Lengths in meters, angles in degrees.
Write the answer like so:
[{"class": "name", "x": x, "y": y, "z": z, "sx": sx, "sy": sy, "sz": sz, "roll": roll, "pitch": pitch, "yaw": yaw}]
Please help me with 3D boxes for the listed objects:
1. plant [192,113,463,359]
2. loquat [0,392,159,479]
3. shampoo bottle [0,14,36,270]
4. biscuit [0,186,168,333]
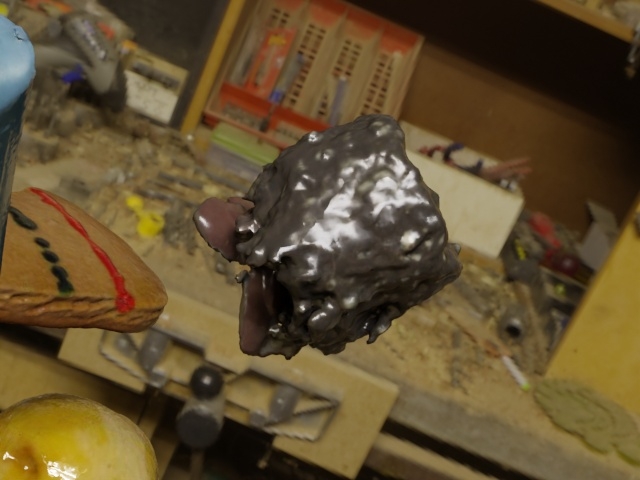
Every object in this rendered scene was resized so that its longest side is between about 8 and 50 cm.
[{"class": "plant", "x": 0.000, "y": 0.000, "z": 0.880, "sx": 0.178, "sy": 0.233, "sz": 0.204, "roll": 65, "pitch": 6, "yaw": -55}, {"class": "loquat", "x": -0.262, "y": 0.253, "z": 1.007, "sx": 0.213, "sy": 0.213, "sz": 0.213, "roll": 22, "pitch": 19, "yaw": -8}, {"class": "shampoo bottle", "x": -0.169, "y": -0.030, "z": 0.401, "sx": 0.103, "sy": 0.258, "sz": 0.061, "roll": -36, "pitch": 79, "yaw": -34}, {"class": "biscuit", "x": -0.284, "y": -0.020, "z": 0.868, "sx": 0.277, "sy": 0.052, "sz": 0.262, "roll": 13, "pitch": 25, "yaw": -47}]
